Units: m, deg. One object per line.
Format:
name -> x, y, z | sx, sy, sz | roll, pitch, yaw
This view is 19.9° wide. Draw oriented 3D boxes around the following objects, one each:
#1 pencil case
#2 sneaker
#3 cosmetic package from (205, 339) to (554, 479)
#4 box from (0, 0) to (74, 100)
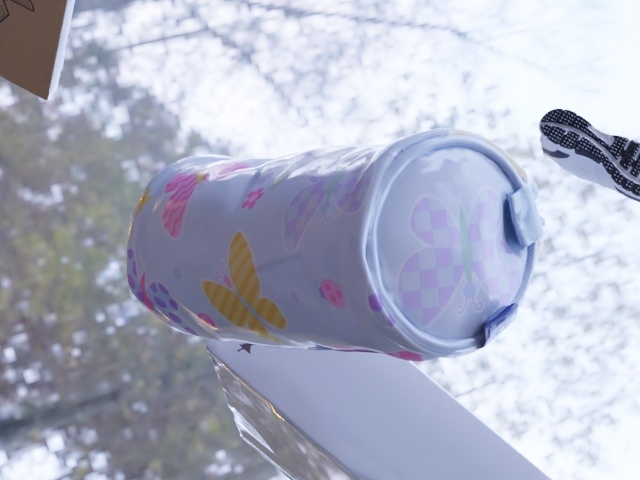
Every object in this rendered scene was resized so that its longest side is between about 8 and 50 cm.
pencil case -> 0.000, 0.000, 1.013 | 0.273, 0.124, 0.113 | -2, -59, 56
sneaker -> 0.213, -0.060, 1.377 | 0.109, 0.040, 0.044 | 34, -20, 14
cosmetic package -> 0.094, 0.201, 1.348 | 0.377, 0.097, 0.284 | 40, -10, 14
box -> -0.275, -0.227, 1.503 | 0.164, 0.021, 0.201 | 28, -43, 7
